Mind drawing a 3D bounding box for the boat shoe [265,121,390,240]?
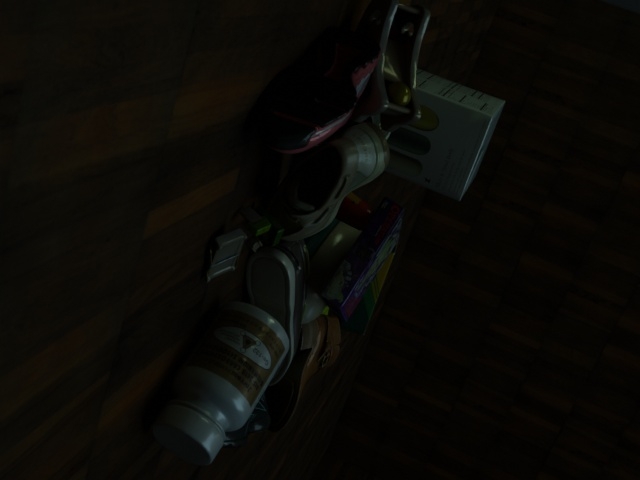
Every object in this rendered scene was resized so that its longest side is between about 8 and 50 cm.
[{"bbox_3d":[-0.018,-0.077,1.191,0.098,0.109,0.302,-22,171,-38],"label":"boat shoe"}]

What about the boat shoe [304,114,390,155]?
[{"bbox_3d":[0.061,-0.205,1.407,0.305,0.109,0.091,-55,169,-32],"label":"boat shoe"}]

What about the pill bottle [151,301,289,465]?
[{"bbox_3d":[-0.152,0.216,1.200,0.131,0.131,0.229,99,18,-51],"label":"pill bottle"}]

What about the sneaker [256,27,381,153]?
[{"bbox_3d":[0.004,-0.190,1.157,0.314,0.115,0.136,-55,165,-47],"label":"sneaker"}]

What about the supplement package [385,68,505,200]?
[{"bbox_3d":[0.236,-0.246,1.735,0.198,0.262,0.199,-44,154,-62],"label":"supplement package"}]

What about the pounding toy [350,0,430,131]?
[{"bbox_3d":[0.140,-0.304,1.308,0.154,0.154,0.270,-41,-136,51],"label":"pounding toy"}]

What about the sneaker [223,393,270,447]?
[{"bbox_3d":[-0.170,0.328,1.507,0.267,0.101,0.106,3,88,-77],"label":"sneaker"}]

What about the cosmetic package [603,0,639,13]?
[{"bbox_3d":[0.323,-0.512,1.123,0.162,0.453,0.230,96,20,-55],"label":"cosmetic package"}]

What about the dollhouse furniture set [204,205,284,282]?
[{"bbox_3d":[-0.125,-0.005,1.164,0.151,0.058,0.076,-26,149,-44],"label":"dollhouse furniture set"}]

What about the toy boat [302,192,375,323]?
[{"bbox_3d":[0.000,0.000,1.513,0.267,0.148,0.318,-51,169,-38],"label":"toy boat"}]

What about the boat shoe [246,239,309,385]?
[{"bbox_3d":[-0.080,0.126,1.412,0.097,0.116,0.325,-50,154,-47],"label":"boat shoe"}]

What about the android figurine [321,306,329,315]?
[{"bbox_3d":[0.034,0.090,2.010,0.248,0.056,0.273,-56,167,-41],"label":"android figurine"}]

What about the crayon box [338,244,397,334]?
[{"bbox_3d":[0.126,0.071,2.169,0.202,0.081,0.319,-92,-162,-65],"label":"crayon box"}]

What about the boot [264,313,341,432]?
[{"bbox_3d":[-0.044,0.308,1.889,0.220,0.109,0.284,4,96,-64],"label":"boot"}]

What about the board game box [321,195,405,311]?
[{"bbox_3d":[0.083,0.047,1.499,0.208,0.056,0.347,-53,172,-5],"label":"board game box"}]
